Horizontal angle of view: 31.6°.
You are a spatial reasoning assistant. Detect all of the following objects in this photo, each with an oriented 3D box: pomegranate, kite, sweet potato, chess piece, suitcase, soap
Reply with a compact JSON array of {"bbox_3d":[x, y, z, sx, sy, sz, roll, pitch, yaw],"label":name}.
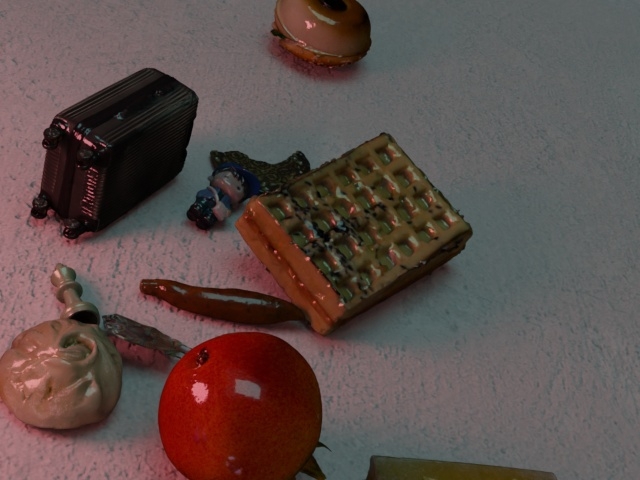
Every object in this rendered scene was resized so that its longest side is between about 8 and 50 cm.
[{"bbox_3d":[-0.094,0.243,1.498,0.256,0.221,0.221,46,32,-19],"label":"pomegranate"},{"bbox_3d":[-0.216,0.160,1.663,0.229,0.016,0.127,23,9,0],"label":"kite"},{"bbox_3d":[-0.152,0.098,1.771,0.265,0.057,0.057,11,38,-9],"label":"sweet potato"},{"bbox_3d":[-0.375,0.079,1.698,0.059,0.059,0.149,-3,38,-26],"label":"chess piece"},{"bbox_3d":[-0.339,-0.152,1.880,0.128,0.202,0.312,31,39,15],"label":"suitcase"},{"bbox_3d":[0.199,0.385,1.535,0.274,0.089,0.173,7,39,-14],"label":"soap"}]

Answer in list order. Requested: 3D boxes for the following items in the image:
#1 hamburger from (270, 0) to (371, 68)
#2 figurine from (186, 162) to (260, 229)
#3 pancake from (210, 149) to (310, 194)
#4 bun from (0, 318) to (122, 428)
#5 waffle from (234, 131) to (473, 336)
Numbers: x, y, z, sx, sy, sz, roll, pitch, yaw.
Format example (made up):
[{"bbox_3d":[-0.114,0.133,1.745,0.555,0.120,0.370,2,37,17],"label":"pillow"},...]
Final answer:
[{"bbox_3d":[0.007,-0.466,2.474,0.237,0.147,0.236,18,38,-14],"label":"hamburger"},{"bbox_3d":[-0.171,-0.076,1.971,0.086,0.087,0.149,39,53,-2],"label":"figurine"},{"bbox_3d":[-0.112,-0.139,2.115,0.191,0.020,0.184,23,38,3],"label":"pancake"},{"bbox_3d":[-0.355,0.171,1.551,0.183,0.102,0.183,10,37,-8],"label":"bun"},{"bbox_3d":[0.061,-0.022,1.909,0.376,0.114,0.261,-27,76,-43],"label":"waffle"}]
